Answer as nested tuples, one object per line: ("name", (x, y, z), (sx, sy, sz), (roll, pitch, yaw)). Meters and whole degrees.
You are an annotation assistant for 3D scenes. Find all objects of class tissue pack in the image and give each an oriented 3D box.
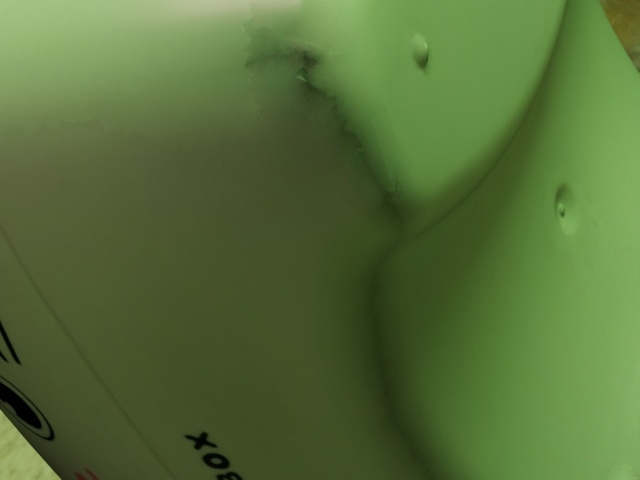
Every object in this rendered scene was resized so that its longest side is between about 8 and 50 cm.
("tissue pack", (0.000, 0.000, 0.652), (0.236, 0.333, 0.229), (-6, 43, 35))

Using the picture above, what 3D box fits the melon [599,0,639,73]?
("melon", (0.130, -0.131, 0.917), (0.202, 0.139, 0.093), (27, 89, 50))
